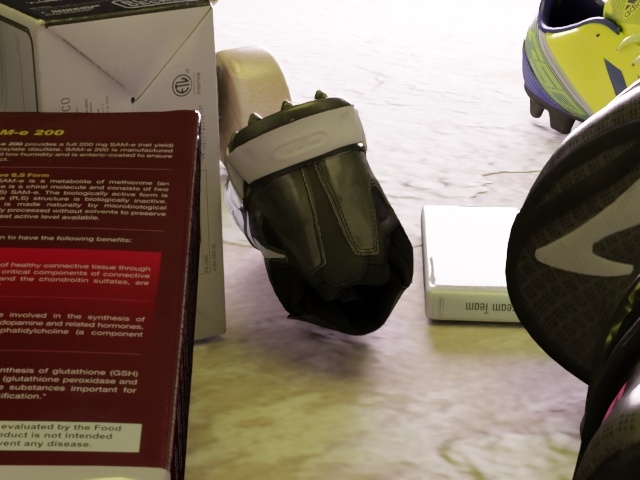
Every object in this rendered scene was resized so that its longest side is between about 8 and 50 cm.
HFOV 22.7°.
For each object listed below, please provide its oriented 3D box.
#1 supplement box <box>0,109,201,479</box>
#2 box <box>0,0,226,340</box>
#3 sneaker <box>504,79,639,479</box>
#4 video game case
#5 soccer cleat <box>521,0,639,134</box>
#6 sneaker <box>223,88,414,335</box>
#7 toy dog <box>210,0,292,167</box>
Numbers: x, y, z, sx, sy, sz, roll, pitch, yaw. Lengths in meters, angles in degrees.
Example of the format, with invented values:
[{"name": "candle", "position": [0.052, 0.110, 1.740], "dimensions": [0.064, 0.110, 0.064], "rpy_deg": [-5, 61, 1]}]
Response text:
[{"name": "supplement box", "position": [-0.112, 0.037, 0.583], "dimensions": [0.130, 0.073, 0.239], "rpy_deg": [1, 34, -1]}, {"name": "box", "position": [-0.156, -0.062, 0.832], "dimensions": [0.087, 0.169, 0.290], "rpy_deg": [-12, 23, -29]}, {"name": "sneaker", "position": [0.153, 0.042, 0.503], "dimensions": [0.202, 0.185, 0.483], "rpy_deg": [-8, 14, -13]}, {"name": "video game case", "position": [0.126, 0.012, 0.856], "dimensions": [0.143, 0.019, 0.157], "rpy_deg": [2, 17, 2]}, {"name": "soccer cleat", "position": [0.229, -0.117, 1.091], "dimensions": [0.093, 0.121, 0.289], "rpy_deg": [-7, 20, -25]}, {"name": "sneaker", "position": [0.000, 0.000, 0.799], "dimensions": [0.078, 0.106, 0.234], "rpy_deg": [-21, -5, -2]}, {"name": "toy dog", "position": [-0.146, -0.148, 1.101], "dimensions": [0.220, 0.161, 0.333], "rpy_deg": [-14, 24, -40]}]
